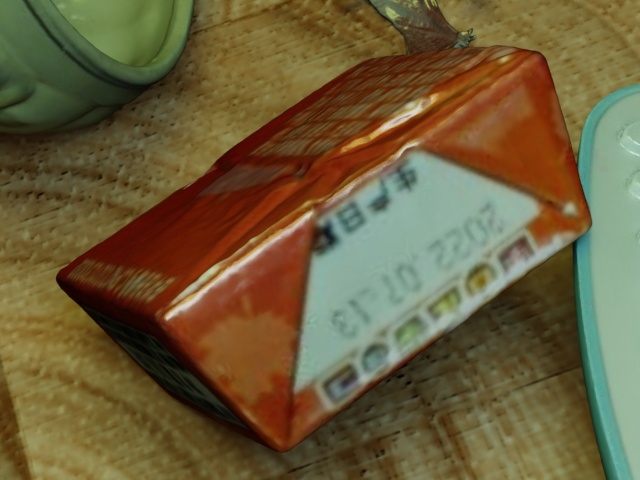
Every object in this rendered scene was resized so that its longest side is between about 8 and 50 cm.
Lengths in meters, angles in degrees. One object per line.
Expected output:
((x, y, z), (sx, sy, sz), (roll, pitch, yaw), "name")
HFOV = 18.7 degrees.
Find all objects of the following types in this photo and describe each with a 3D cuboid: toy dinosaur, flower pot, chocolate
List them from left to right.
((-0.242, -0.191, 1.174), (0.244, 0.307, 0.307), (-15, 51, 21), "flower pot")
((0.000, 0.000, 1.022), (0.235, 0.108, 0.237), (-35, 15, -15), "chocolate")
((0.067, -0.173, 1.243), (0.108, 0.032, 0.220), (0, 53, 15), "toy dinosaur")

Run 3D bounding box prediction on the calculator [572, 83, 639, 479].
((0.252, 0.064, 0.974), (0.256, 0.054, 0.386), (3, 57, -10), "calculator")
